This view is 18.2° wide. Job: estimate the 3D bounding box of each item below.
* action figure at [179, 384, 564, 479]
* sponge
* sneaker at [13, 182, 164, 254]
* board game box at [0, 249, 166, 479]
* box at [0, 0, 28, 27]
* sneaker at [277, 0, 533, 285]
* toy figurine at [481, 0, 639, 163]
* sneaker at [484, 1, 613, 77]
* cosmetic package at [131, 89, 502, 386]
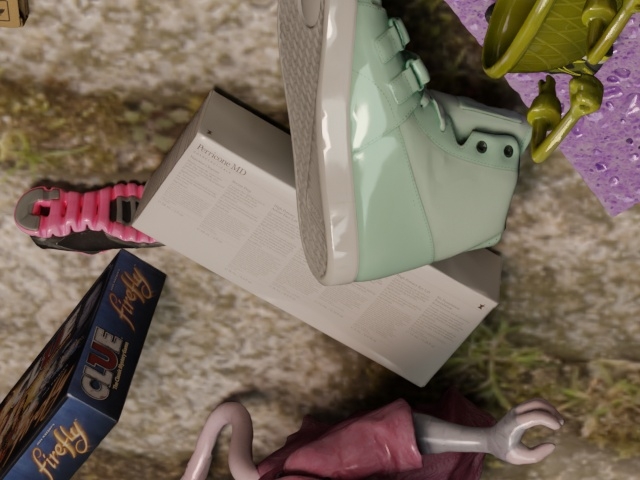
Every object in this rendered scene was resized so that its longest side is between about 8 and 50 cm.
[{"bbox_3d":[0.004,0.173,1.341,0.275,0.370,0.248,22,93,11],"label":"action figure"},{"bbox_3d":[0.180,-0.118,1.277,0.117,0.031,0.210,-28,117,27],"label":"sponge"},{"bbox_3d":[-0.155,-0.009,1.418,0.119,0.047,0.057,5,149,7],"label":"sneaker"},{"bbox_3d":[-0.204,0.139,1.454,0.042,0.165,0.243,31,125,-13],"label":"board game box"},{"bbox_3d":[-0.296,-0.217,1.294,0.201,0.021,0.164,4,127,7],"label":"box"},{"bbox_3d":[0.058,-0.105,1.284,0.151,0.094,0.256,-9,108,-18],"label":"sneaker"},{"bbox_3d":[0.261,-0.198,1.105,0.217,0.191,0.363,11,123,-22],"label":"toy figurine"},{"bbox_3d":[0.139,-0.121,1.242,0.083,0.031,0.035,22,131,-4],"label":"sneaker"},{"bbox_3d":[0.000,0.000,1.379,0.239,0.060,0.099,30,128,-13],"label":"cosmetic package"}]
